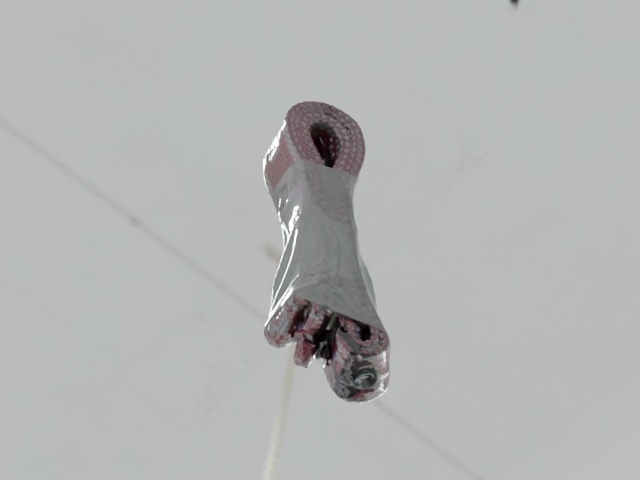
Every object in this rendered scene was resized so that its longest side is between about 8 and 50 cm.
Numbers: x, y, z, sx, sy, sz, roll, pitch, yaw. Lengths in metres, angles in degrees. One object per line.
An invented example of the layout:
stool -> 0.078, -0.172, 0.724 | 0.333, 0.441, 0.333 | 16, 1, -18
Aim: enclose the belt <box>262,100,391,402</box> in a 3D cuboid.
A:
belt -> 0.000, 0.000, 0.891 | 0.071, 0.232, 0.053 | 10, -49, -17
